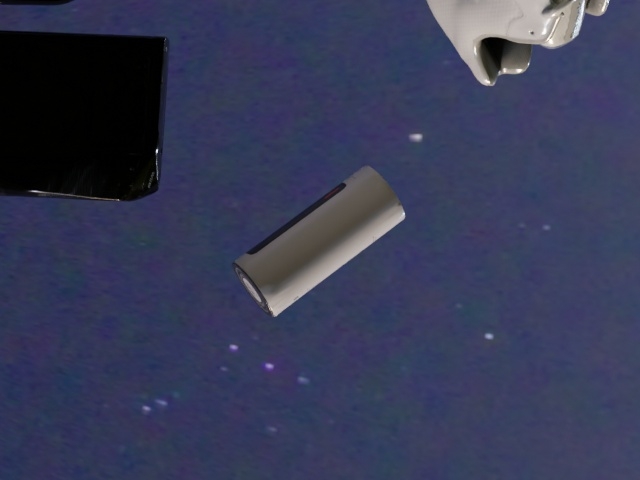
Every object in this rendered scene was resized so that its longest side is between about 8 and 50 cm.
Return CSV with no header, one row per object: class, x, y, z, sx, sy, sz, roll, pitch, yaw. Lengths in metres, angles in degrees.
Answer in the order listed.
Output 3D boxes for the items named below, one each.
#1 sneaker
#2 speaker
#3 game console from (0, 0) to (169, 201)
sneaker,0.145,-0.195,0.959,0.111,0.297,0.129,-22,-99,-20
speaker,0.000,0.000,1.254,0.136,0.055,0.055,-36,-67,-11
game console,-0.224,-0.213,1.299,0.213,0.044,0.361,3,-99,3
